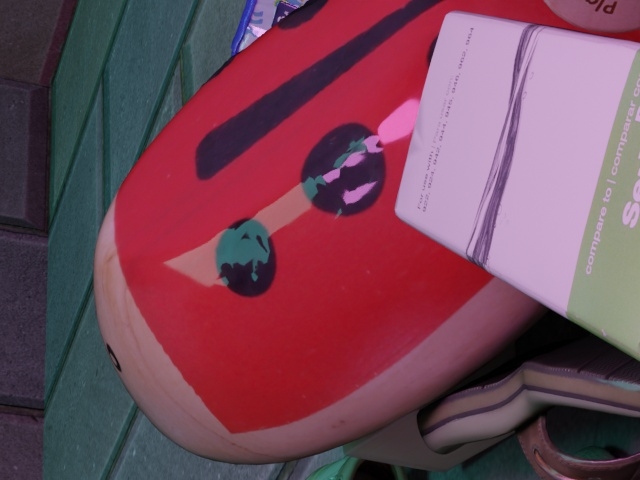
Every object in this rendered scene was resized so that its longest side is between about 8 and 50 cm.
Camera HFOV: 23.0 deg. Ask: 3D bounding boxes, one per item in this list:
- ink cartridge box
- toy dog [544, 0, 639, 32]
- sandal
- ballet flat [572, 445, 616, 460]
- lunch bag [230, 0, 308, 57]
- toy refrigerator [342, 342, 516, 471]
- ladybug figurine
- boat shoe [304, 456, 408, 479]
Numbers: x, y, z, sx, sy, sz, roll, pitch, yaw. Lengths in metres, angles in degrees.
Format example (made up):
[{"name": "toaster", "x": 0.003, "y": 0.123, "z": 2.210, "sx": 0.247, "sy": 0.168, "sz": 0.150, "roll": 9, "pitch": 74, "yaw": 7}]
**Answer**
[{"name": "ink cartridge box", "x": 0.175, "y": -0.020, "z": 0.691, "sx": 0.273, "sy": 0.198, "sz": 0.115, "roll": -143, "pitch": 64, "yaw": -69}, {"name": "toy dog", "x": 0.230, "y": -0.216, "z": 0.745, "sx": 0.333, "sy": 0.161, "sz": 0.220, "roll": -23, "pitch": 48, "yaw": 48}, {"name": "sandal", "x": 0.155, "y": 0.096, "z": 0.873, "sx": 0.086, "sy": 0.120, "sz": 0.303, "roll": 68, "pitch": 158, "yaw": 5}, {"name": "ballet flat", "x": 0.159, "y": 0.164, "z": 0.877, "sx": 0.168, "sy": 0.052, "sz": 0.057, "roll": -120, "pitch": 42, "yaw": -63}, {"name": "lunch bag", "x": 0.007, "y": -0.190, "z": 1.354, "sx": 0.096, "sy": 0.151, "sz": 0.129, "roll": -114, "pitch": 39, "yaw": -60}, {"name": "toy refrigerator", "x": 0.078, "y": 0.021, "z": 1.135, "sx": 0.102, "sy": 0.094, "sz": 0.270, "roll": -42, "pitch": 42, "yaw": 51}, {"name": "ladybug figurine", "x": 0.019, "y": -0.039, "z": 0.992, "sx": 0.449, "sy": 0.162, "sz": 0.305, "roll": -36, "pitch": 39, "yaw": 22}, {"name": "boat shoe", "x": 0.020, "y": 0.298, "z": 1.146, "sx": 0.098, "sy": 0.109, "sz": 0.302, "roll": 130, "pitch": 150, "yaw": -59}]
